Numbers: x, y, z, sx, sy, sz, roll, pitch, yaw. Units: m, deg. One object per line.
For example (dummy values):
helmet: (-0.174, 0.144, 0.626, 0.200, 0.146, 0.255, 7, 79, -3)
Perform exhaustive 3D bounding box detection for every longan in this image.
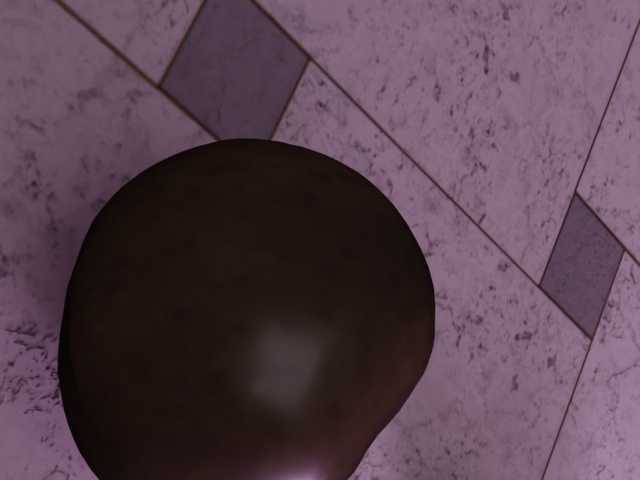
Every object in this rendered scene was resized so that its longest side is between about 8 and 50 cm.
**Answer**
longan: (-0.067, 0.083, 1.166, 0.361, 0.361, 0.361, -2, 93, -44)
